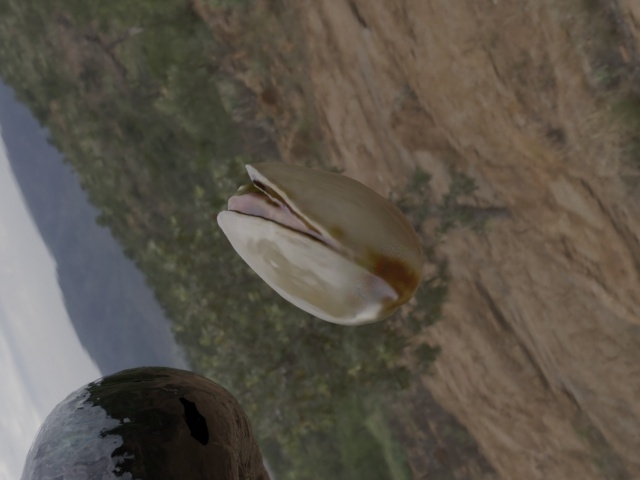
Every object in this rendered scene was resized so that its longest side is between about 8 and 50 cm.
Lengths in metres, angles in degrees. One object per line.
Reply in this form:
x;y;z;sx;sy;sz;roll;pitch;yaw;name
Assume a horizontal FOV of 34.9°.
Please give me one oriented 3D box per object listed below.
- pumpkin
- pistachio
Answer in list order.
-0.169;0.267;0.982;0.315;0.238;0.315;-20;-90;-86;pumpkin
0.000;0.000;0.965;0.215;0.144;0.144;26;150;22;pistachio
